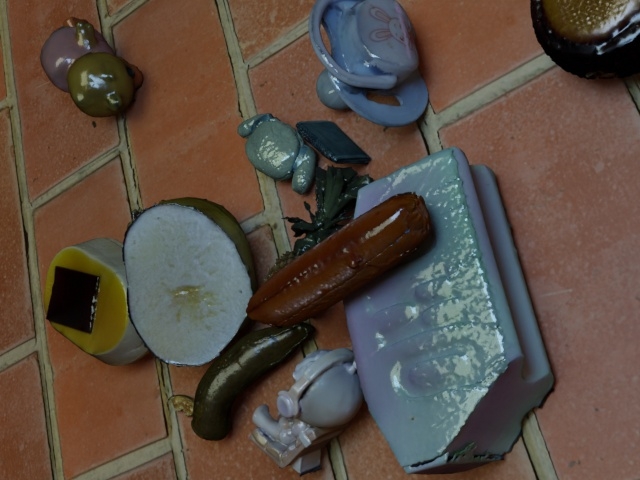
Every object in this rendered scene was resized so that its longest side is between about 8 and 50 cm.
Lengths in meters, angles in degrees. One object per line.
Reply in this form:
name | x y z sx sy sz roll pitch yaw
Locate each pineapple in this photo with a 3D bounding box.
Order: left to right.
pineapple | 0.000 0.000 1.512 0.130 0.119 0.277 25 95 23

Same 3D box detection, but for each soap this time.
soap | 0.180 0.115 1.333 0.261 0.156 0.446 -23 66 27

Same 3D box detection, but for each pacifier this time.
pacifier | 0.058 -0.302 1.524 0.226 0.238 0.287 -43 54 52

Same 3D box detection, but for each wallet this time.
wallet | 0.019 -0.173 1.567 0.129 0.088 0.026 47 129 37

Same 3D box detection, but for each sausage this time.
sausage | 0.025 0.039 1.308 0.330 0.102 0.102 -33 60 26

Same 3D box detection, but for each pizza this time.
pizza | -0.257 0.311 1.661 0.083 0.016 0.037 12 83 32

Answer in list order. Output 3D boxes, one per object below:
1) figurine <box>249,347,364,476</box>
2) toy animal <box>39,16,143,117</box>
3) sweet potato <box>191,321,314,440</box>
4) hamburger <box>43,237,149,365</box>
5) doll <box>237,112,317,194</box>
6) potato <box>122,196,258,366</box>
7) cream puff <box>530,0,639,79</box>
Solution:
figurine | -0.011 0.259 1.424 0.141 0.162 0.237 47 122 30
toy animal | -0.503 -0.370 1.933 0.281 0.169 0.195 39 143 30
sweet potato | -0.129 0.236 1.563 0.286 0.085 0.112 -43 91 5
hamburger | -0.422 0.120 1.750 0.295 0.151 0.227 28 99 32
doll | -0.082 -0.169 1.642 0.214 0.071 0.103 43 103 31
potato | -0.228 0.064 1.618 0.246 0.196 0.300 -5 99 8
cream puff | 0.430 -0.348 1.284 0.239 0.165 0.239 -9 75 36
